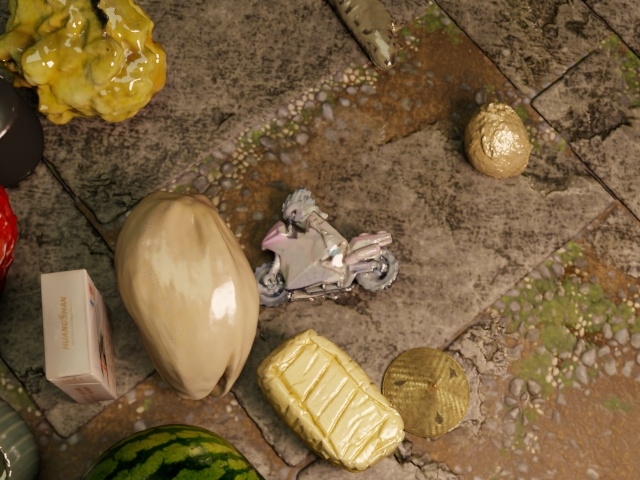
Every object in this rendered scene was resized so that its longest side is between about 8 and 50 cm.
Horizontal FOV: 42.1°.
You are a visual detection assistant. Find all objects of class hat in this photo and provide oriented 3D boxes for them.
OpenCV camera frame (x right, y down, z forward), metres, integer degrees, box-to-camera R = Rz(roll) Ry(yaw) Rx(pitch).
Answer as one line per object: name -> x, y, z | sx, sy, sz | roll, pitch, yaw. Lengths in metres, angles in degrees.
hat -> 0.173, 0.235, 1.314 | 0.146, 0.067, 0.146 | 2, 72, -5

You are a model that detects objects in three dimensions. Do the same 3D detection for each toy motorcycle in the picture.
toy motorcycle -> -0.001, -0.002, 1.354 | 0.239, 0.108, 0.204 | -4, 72, -7

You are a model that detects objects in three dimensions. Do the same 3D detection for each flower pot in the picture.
flower pot -> -0.513, 0.302, 1.175 | 0.243, 0.157, 0.189 | 37, 71, 8

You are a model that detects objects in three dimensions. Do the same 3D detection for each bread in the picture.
bread -> 0.013, 0.248, 1.272 | 0.140, 0.106, 0.236 | -42, 80, -18

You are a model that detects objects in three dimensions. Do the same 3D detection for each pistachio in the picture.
pistachio -> -0.204, 0.083, 1.264 | 0.226, 0.208, 0.332 | -20, 88, 33

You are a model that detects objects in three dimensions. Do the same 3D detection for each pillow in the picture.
pillow -> 0.084, -0.421, 1.534 | 0.093, 0.051, 0.241 | -31, 75, -15

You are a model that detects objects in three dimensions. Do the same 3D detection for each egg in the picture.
egg -> 0.307, -0.171, 1.439 | 0.118, 0.116, 0.140 | -25, 106, -26

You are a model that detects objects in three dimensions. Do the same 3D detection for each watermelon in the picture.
watermelon -> -0.196, 0.386, 1.115 | 0.285, 0.285, 0.285 | 2, 71, -5

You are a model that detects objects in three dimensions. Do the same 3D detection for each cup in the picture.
cup -> -0.564, -0.171, 1.321 | 0.223, 0.176, 0.169 | -14, 76, -11

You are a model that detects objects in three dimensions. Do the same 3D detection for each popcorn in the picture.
popcorn -> -0.400, -0.315, 1.369 | 0.286, 0.215, 0.252 | 40, 96, 7

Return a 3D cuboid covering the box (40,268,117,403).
box -> -0.346, 0.145, 1.203 | 0.067, 0.233, 0.149 | -9, 72, -8

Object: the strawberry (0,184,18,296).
strawberry -> -0.591, 0.024, 1.230 | 0.291, 0.310, 0.292 | 1, 42, 0
